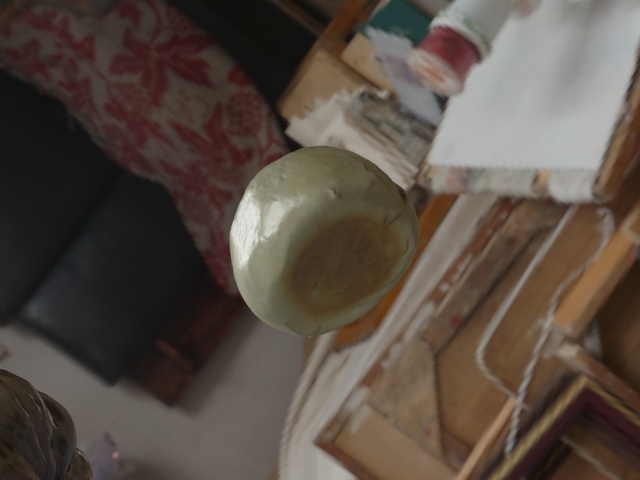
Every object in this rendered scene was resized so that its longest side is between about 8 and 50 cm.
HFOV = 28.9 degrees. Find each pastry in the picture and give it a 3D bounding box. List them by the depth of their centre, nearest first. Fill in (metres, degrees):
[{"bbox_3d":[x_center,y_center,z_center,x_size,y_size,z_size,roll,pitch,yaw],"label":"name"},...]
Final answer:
[{"bbox_3d":[0.000,0.000,0.983,0.156,0.156,0.092,50,176,-39],"label":"pastry"}]

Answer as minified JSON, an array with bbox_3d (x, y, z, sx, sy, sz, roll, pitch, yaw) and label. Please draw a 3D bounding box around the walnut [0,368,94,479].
[{"bbox_3d":[-0.292,0.209,0.931,0.248,0.248,0.248,31,161,12],"label":"walnut"}]
